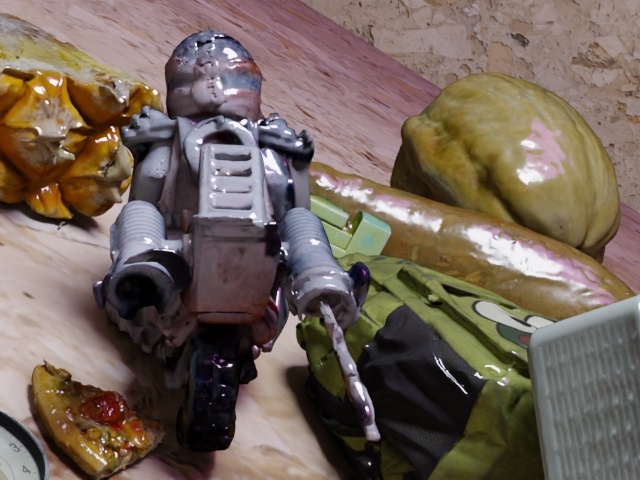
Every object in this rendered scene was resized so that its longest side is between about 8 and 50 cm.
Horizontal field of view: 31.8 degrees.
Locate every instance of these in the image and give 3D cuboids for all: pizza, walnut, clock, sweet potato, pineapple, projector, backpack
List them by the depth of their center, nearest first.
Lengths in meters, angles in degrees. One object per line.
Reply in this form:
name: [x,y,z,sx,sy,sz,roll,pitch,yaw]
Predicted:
clock: [-0.162,0.098,0.503,0.085,0.017,0.085,28,16,-9]
projector: [0.214,0.168,0.581,0.192,0.099,0.257,18,59,-41]
pizza: [-0.112,0.091,0.595,0.078,0.025,0.083,10,25,-47]
backpack: [0.093,0.100,0.747,0.207,0.140,0.253,21,10,-34]
pineapple: [-0.240,-0.108,0.819,0.236,0.114,0.186,23,18,-13]
sweet potato: [0.137,0.027,1.055,0.422,0.130,0.130,28,16,3]
walnut: [0.205,-0.054,1.226,0.283,0.227,0.283,33,15,-10]

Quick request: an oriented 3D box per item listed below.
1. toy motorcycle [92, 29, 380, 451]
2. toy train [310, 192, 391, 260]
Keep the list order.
toy motorcycle: [-0.057,0.006,0.638,0.134,0.207,0.401,5,23,-10]
toy train: [0.000,0.000,0.971,0.122,0.081,0.050,28,10,-10]
